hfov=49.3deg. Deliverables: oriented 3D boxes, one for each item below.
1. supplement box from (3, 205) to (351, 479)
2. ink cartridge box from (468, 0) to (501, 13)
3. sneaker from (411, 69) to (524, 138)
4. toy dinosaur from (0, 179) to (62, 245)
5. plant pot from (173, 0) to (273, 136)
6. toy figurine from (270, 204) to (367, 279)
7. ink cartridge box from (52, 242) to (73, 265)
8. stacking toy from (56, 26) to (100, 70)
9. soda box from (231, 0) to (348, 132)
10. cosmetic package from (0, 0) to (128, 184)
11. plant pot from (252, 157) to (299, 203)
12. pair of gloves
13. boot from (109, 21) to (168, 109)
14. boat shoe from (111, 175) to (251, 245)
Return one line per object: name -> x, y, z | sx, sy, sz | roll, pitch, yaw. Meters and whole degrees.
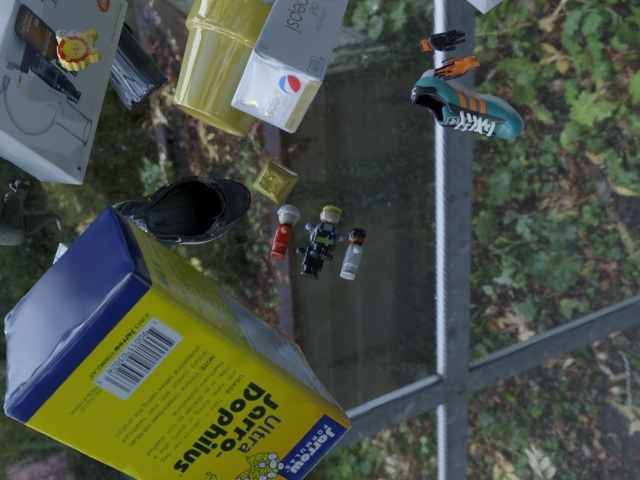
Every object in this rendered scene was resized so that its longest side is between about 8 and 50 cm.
supplement box -> -0.169, 0.161, 0.842 | 0.356, 0.195, 0.194 | 42, -178, -32
ink cartridge box -> 0.409, -0.669, 1.303 | 0.166, 0.395, 0.285 | 48, 172, 21
sneaker -> 0.375, -0.328, 1.818 | 0.302, 0.121, 0.108 | 29, 151, 11
toy dinosaur -> -0.564, -0.056, 1.182 | 0.313, 0.121, 0.160 | 64, -167, -60
plant pot -> -0.180, -0.355, 1.444 | 0.254, 0.254, 0.239 | 22, 88, 63
toy figurine -> 0.000, 0.000, 1.759 | 0.210, 0.213, 0.148 | -3, 64, 40
ink cartridge box -> -0.493, 0.122, 1.381 | 0.109, 0.062, 0.209 | 25, 98, 32
stacking toy -> -0.292, -0.332, 0.790 | 0.167, 0.052, 0.221 | 116, 145, -65
soda box -> -0.021, -0.209, 0.699 | 0.074, 0.069, 0.216 | 124, 166, -47
cosmetic package -> -0.466, -0.319, 1.169 | 0.284, 0.097, 0.377 | 57, -139, -72
plant pot -> -0.105, -0.133, 1.571 | 0.081, 0.081, 0.083 | 33, -172, 0
pair of gloves -> 0.196, -0.283, 1.062 | 0.010, 0.074, 0.083 | 81, 169, -70
boot -> -0.542, -0.543, 1.688 | 0.445, 0.146, 0.367 | 58, 167, -15
boat shoe -> -0.232, -0.060, 1.302 | 0.113, 0.340, 0.127 | -12, 89, 40
